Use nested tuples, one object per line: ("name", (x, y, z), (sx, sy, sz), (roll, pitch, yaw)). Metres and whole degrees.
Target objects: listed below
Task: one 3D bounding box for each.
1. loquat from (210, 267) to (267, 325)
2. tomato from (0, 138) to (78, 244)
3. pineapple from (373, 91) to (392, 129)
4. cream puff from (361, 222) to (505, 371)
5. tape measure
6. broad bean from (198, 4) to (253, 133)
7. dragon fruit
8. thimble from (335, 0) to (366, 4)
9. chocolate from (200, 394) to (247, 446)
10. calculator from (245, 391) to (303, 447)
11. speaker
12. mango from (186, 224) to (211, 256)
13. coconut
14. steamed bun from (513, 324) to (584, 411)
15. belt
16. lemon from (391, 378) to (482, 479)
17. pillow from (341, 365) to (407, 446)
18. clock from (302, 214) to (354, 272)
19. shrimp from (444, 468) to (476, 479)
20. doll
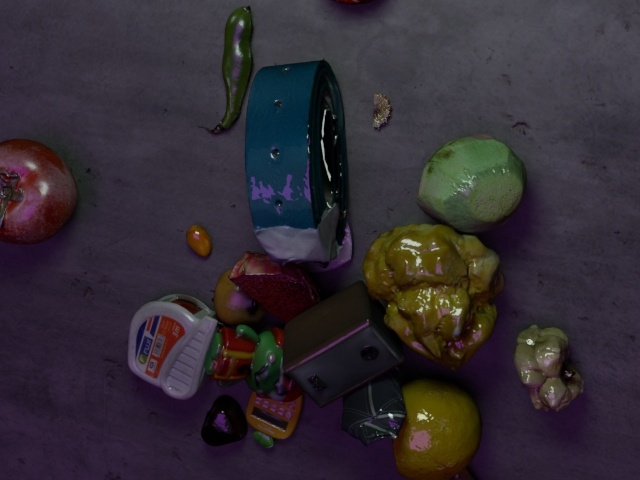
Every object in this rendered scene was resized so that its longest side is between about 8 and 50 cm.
("loquat", (-0.199, 0.141, 1.710), (0.163, 0.137, 0.163), (2, 117, 4))
("tomato", (-0.758, -0.120, 1.752), (0.270, 0.227, 0.270), (0, 92, 2))
("pineapple", (0.140, -0.293, 1.546), (0.045, 0.019, 0.083), (8, 105, 17))
("cream puff", (0.235, 0.128, 1.468), (0.291, 0.324, 0.257), (2, 65, 22))
("tape measure", (-0.374, 0.268, 1.809), (0.265, 0.130, 0.258), (24, 108, 14))
("broad bean", (-0.210, -0.392, 1.602), (0.098, 0.056, 0.318), (25, 113, 8))
("dragon fruit", (-0.074, 0.092, 1.631), (0.161, 0.126, 0.274), (-16, 138, 31))
("thimble", (0.062, -0.583, 1.428), (0.189, 0.125, 0.163), (35, 115, 4))
("chocolate", (-0.269, 0.515, 1.873), (0.125, 0.080, 0.149), (36, 111, 4))
("calculator", (-0.124, 0.452, 1.837), (0.146, 0.032, 0.235), (23, 110, 9))
("speaker", (0.050, 0.232, 1.550), (0.231, 0.192, 0.153), (-33, 116, 16))
("mango", (-0.310, 0.003, 1.755), (0.060, 0.046, 0.089), (-10, 115, 21))
("coconut", (0.316, -0.123, 1.449), (0.204, 0.236, 0.236), (27, 116, -27))
("steamed bun", (0.509, 0.282, 1.513), (0.106, 0.192, 0.178), (-22, 89, 36))
("belt", (-0.046, -0.166, 1.477), (0.173, 0.300, 0.437), (-6, 88, 18))
("lemon", (0.272, 0.440, 1.607), (0.219, 0.240, 0.240), (-8, 104, 4))
("pillow", (0.122, 0.334, 1.579), (0.161, 0.335, 0.092), (-29, 119, 25))
("clock", (0.000, 0.000, 1.650), (0.172, 0.064, 0.198), (33, 113, 6))
("shrimp", (0.317, 0.625, 1.749), (0.173, 0.058, 0.253), (-39, 94, 31))
("doll", (-0.104, 0.311, 1.712), (0.363, 0.160, 0.183), (17, 106, -12))
